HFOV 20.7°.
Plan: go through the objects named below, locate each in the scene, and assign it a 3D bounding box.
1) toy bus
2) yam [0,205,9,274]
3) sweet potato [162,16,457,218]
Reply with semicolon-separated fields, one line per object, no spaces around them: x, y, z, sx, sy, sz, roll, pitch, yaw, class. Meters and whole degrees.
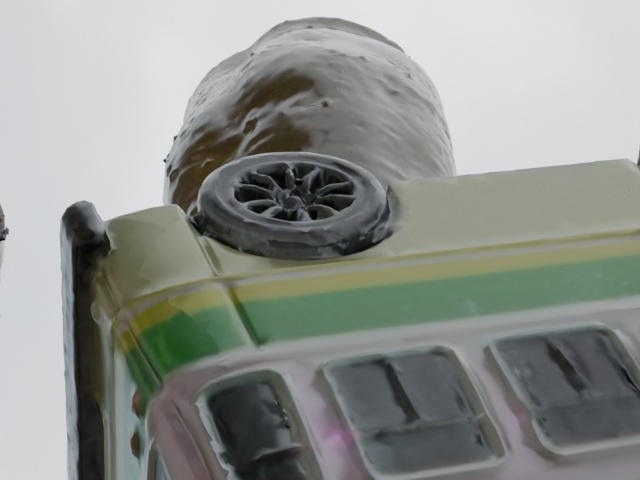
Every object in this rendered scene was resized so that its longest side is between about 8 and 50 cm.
0.091;0.066;0.506;0.179;0.305;0.143;-124;-148;-56;toy bus
-0.229;0.031;1.049;0.084;0.084;0.127;52;-41;42;yam
0.000;0.000;0.831;0.369;0.158;0.157;-100;-161;-65;sweet potato
